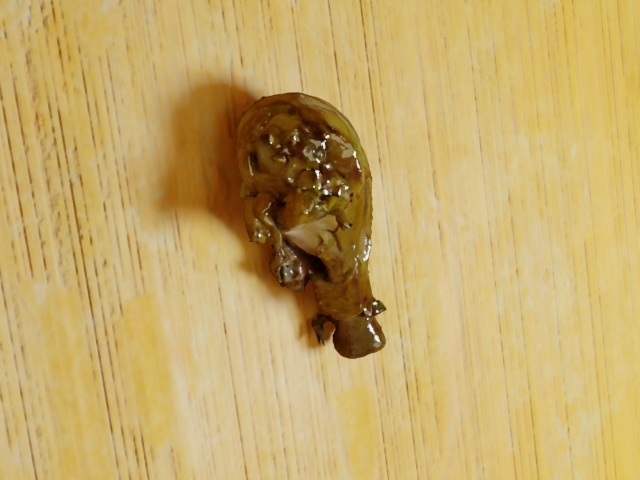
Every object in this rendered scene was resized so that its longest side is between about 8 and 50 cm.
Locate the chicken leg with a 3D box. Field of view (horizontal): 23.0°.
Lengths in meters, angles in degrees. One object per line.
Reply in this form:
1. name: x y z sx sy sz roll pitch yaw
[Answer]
1. chicken leg: 0.001 -0.002 1.069 0.101 0.085 0.207 -84 160 -60
